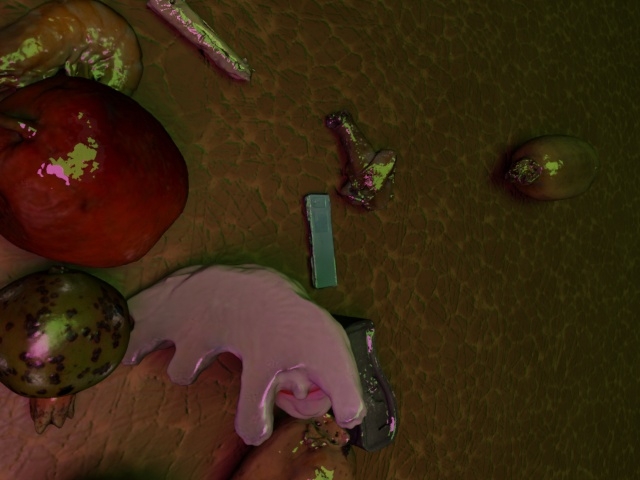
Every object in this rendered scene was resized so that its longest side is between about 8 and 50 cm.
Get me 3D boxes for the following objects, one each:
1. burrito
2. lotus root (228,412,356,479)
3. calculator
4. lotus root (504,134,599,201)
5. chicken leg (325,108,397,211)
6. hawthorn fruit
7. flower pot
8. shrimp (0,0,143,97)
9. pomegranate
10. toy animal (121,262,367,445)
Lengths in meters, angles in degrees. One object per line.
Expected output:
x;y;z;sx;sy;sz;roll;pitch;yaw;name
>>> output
-0.181;-0.315;0.765;0.185;0.041;0.045;39;23;-26;burrito
-0.061;0.378;0.704;0.146;0.160;0.284;33;92;-36;lotus root
0.000;0.000;0.880;0.057;0.018;0.172;-7;90;-35;calculator
0.587;-0.185;1.241;0.343;0.151;0.169;-8;90;-39;lotus root
0.083;-0.152;0.921;0.125;0.080;0.196;-10;91;-24;chicken leg
-0.272;-0.078;0.545;0.224;0.261;0.224;1;79;-6;hawthorn fruit
0.050;0.245;0.841;0.103;0.108;0.229;-21;97;-34;flower pot
-0.348;-0.208;0.625;0.287;0.063;0.152;-47;124;-31;shrimp
-0.309;0.126;0.571;0.159;0.159;0.205;1;110;-36;pomegranate
-0.107;0.152;0.701;0.308;0.188;0.266;-19;78;8;toy animal
